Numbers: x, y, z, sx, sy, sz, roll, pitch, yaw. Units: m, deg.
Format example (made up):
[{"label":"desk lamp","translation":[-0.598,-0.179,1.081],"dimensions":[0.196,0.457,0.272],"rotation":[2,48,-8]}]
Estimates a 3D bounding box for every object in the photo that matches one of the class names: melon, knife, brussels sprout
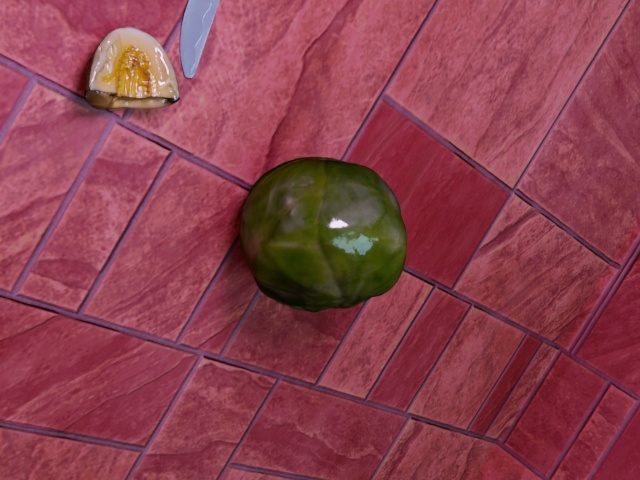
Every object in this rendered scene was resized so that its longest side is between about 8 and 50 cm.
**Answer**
[{"label":"melon","translation":[-0.302,-0.263,1.446],"dimensions":[0.160,0.079,0.128],"rotation":[0,95,-41]},{"label":"knife","translation":[-0.181,-0.386,1.507],"dimensions":[0.063,0.034,0.260],"rotation":[12,110,-42]},{"label":"brussels sprout","translation":[-0.004,-0.004,1.720],"dimensions":[0.289,0.281,0.354],"rotation":[-5,157,-11]}]
